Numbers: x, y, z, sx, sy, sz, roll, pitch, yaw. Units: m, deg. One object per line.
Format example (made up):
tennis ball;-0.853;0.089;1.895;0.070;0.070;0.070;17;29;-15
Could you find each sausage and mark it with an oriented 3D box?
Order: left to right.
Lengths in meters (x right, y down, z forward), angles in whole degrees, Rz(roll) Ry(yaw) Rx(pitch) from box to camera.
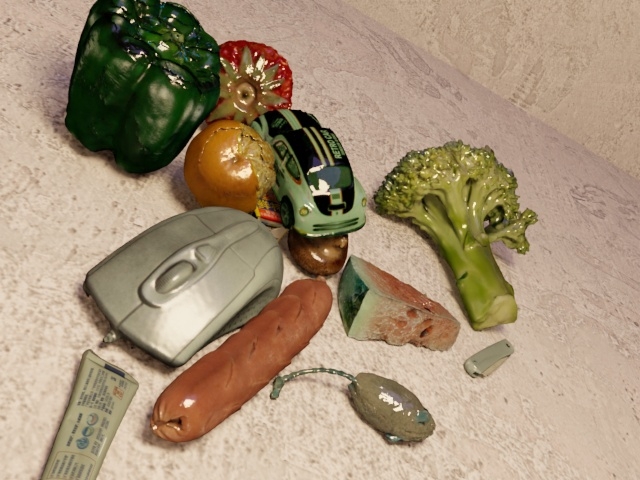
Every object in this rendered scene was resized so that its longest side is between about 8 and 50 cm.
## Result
sausage;-0.081;0.145;0.981;0.088;0.088;0.433;40;32;8

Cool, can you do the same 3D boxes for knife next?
knife;0.311;0.215;1.314;0.044;0.023;0.162;47;33;23

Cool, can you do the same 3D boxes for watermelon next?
watermelon;0.139;0.118;1.242;0.241;0.094;0.154;23;23;-21

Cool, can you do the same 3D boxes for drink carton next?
drink carton;-0.113;-0.072;1.273;0.071;0.056;0.166;19;34;-36

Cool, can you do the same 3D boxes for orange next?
orange;-0.148;-0.116;1.175;0.156;0.134;0.157;2;85;-21

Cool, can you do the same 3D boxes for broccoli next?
broccoli;0.271;-0.031;1.481;0.353;0.275;0.397;20;50;10

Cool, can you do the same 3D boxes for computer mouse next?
computer mouse;-0.165;0.041;1.015;0.188;0.122;0.371;40;34;9

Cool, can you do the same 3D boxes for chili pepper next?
chili pepper;-0.290;-0.251;1.160;0.233;0.257;0.249;30;32;-17

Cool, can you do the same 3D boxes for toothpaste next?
toothpaste;-0.251;0.219;0.751;0.069;0.047;0.268;10;32;-5

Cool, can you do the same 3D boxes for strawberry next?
strawberry;-0.149;-0.298;1.442;0.205;0.205;0.244;28;8;-11

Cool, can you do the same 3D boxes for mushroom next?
mushroom;-0.001;0.006;1.247;0.109;0.085;0.126;11;42;18

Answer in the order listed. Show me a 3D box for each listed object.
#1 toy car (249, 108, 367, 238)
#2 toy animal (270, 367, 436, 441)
toy car;-0.025;-0.137;1.238;0.136;0.125;0.306;-9;51;-22
toy animal;0.056;0.220;1.026;0.252;0.070;0.079;24;17;-13
